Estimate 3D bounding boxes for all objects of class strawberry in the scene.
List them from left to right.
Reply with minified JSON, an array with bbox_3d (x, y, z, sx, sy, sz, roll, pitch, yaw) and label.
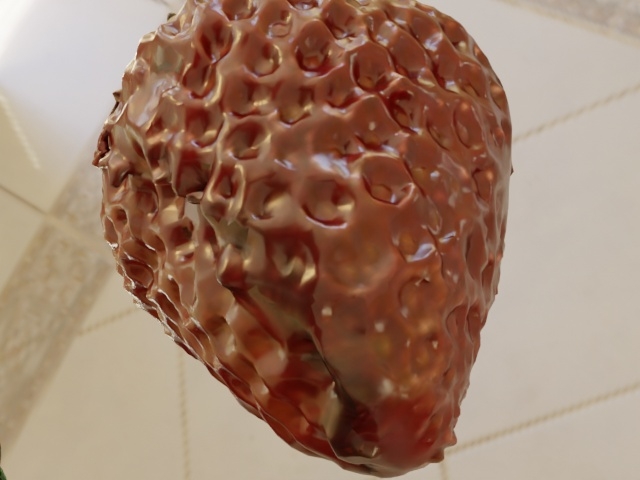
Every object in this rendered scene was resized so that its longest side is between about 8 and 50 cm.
[{"bbox_3d":[0.000,0.000,0.714,0.205,0.205,0.244,-36,37,16],"label":"strawberry"}]

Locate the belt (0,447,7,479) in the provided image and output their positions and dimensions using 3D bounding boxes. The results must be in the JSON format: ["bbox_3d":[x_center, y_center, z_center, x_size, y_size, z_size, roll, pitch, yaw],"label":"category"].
[{"bbox_3d":[-0.168,0.077,0.521,0.079,0.151,0.121,-19,57,41],"label":"belt"}]
